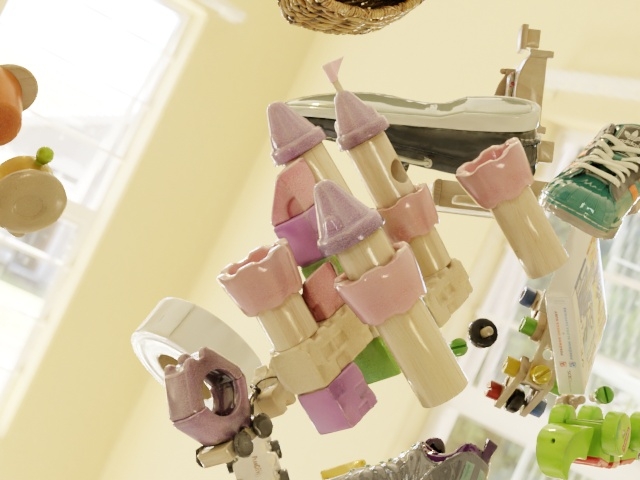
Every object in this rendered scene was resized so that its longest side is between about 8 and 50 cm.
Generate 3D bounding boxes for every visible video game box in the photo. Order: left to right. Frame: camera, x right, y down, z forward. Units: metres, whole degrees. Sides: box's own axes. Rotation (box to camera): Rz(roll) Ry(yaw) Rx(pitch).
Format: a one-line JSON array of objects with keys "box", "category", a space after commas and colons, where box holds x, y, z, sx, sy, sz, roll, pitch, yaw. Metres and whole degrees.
[{"box": [0.403, 0.107, 1.763, 0.048, 0.205, 0.187, 3, -56, 24], "category": "video game box"}]

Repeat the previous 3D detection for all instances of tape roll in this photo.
[{"box": [-0.254, 0.249, 2.340, 0.286, 0.100, 0.286, 29, -29, 18], "category": "tape roll"}]

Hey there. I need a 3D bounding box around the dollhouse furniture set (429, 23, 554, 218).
[{"box": [0.287, -0.219, 1.881, 0.174, 0.355, 0.303, 6, -3, 0], "category": "dollhouse furniture set"}]

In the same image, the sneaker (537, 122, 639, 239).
[{"box": [0.356, -0.088, 1.388, 0.108, 0.121, 0.302, 30, 24, 18], "category": "sneaker"}]

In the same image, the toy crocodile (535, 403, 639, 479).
[{"box": [0.438, 0.313, 1.756, 0.115, 0.105, 0.340, 3, -5, 33], "category": "toy crocodile"}]

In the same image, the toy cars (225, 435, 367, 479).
[{"box": [-0.021, 0.424, 1.857, 0.394, 0.087, 0.176, 8, 29, 38], "category": "toy cars"}]

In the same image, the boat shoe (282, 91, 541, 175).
[{"box": [0.097, -0.115, 1.284, 0.302, 0.091, 0.114, 7, 23, 20], "category": "boat shoe"}]

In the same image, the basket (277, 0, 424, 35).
[{"box": [0.083, -0.490, 1.944, 0.299, 0.213, 0.223, -13, -9, -32], "category": "basket"}]

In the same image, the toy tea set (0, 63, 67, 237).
[{"box": [-0.404, -0.057, 1.248, 0.200, 0.336, 0.124, 30, 22, -42], "category": "toy tea set"}]

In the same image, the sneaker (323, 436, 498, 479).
[{"box": [0.078, 0.241, 1.101, 0.224, 0.098, 0.083, -11, -54, 45], "category": "sneaker"}]

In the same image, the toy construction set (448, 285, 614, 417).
[{"box": [0.439, 0.219, 2.049, 0.309, 0.257, 0.237, 50, -19, 2], "category": "toy construction set"}]

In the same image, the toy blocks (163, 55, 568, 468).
[{"box": [0.000, 0.000, 0.997, 0.309, 0.288, 0.260, -24, -79, 40], "category": "toy blocks"}]
